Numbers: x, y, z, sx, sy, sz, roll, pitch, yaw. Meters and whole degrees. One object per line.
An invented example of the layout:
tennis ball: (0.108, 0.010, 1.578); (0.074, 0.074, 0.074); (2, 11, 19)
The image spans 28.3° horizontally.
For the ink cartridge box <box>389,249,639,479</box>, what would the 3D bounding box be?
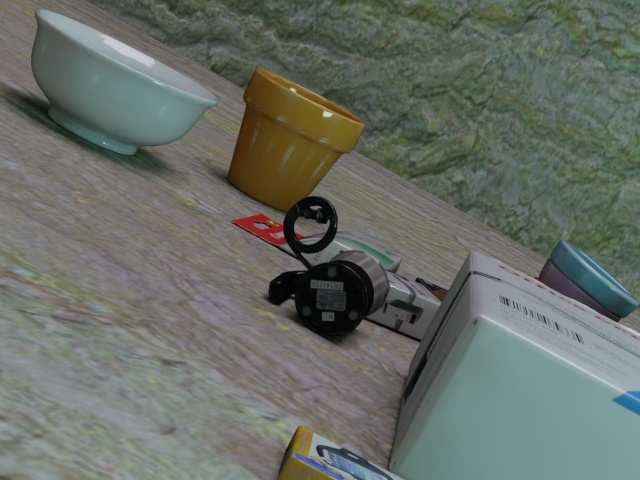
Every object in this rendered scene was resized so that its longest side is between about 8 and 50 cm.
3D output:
ink cartridge box: (0.235, 0.166, 1.235); (0.285, 0.166, 0.395); (29, 10, 2)

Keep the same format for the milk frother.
milk frother: (0.017, 0.024, 1.468); (0.129, 0.143, 0.135); (22, 10, 10)

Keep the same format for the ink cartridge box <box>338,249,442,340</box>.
ink cartridge box: (0.085, 0.073, 1.664); (0.135, 0.056, 0.099); (23, 9, -24)

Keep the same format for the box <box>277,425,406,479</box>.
box: (0.035, 0.191, 0.961); (0.136, 0.028, 0.081); (26, 9, -1)

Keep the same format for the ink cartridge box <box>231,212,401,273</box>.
ink cartridge box: (0.000, 0.000, 1.843); (0.225, 0.056, 0.181); (31, 9, 8)

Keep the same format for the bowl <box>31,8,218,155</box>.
bowl: (-0.310, -0.216, 1.877); (0.298, 0.134, 0.298); (26, 9, -4)

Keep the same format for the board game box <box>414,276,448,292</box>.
board game box: (0.240, 0.120, 1.949); (0.186, 0.026, 0.126); (24, 10, -25)

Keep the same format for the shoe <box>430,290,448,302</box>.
shoe: (0.206, 0.130, 1.736); (0.077, 0.058, 0.219); (-15, 28, -29)

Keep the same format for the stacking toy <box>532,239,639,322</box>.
stacking toy: (0.425, 0.124, 1.633); (0.279, 0.130, 0.309); (29, 15, -44)

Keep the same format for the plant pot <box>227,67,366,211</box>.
plant pot: (-0.057, -0.156, 2.108); (0.205, 0.188, 0.205); (26, 10, -5)
